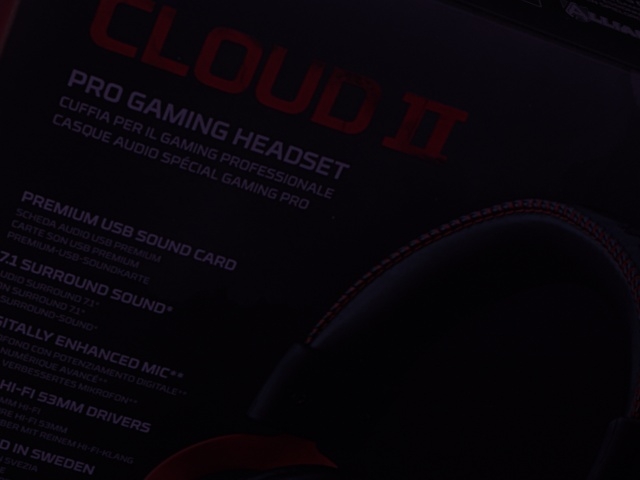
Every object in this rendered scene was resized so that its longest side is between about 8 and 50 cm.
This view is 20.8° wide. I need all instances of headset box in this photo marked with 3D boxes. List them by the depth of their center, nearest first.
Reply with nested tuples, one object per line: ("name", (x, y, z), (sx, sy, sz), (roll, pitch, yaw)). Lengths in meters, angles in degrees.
("headset box", (0.001, 0.024, 0.448), (0.110, 0.218, 0.293), (-100, 32, -59))
